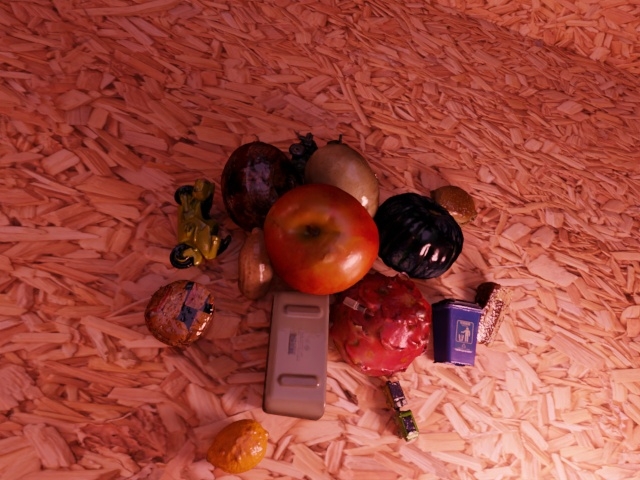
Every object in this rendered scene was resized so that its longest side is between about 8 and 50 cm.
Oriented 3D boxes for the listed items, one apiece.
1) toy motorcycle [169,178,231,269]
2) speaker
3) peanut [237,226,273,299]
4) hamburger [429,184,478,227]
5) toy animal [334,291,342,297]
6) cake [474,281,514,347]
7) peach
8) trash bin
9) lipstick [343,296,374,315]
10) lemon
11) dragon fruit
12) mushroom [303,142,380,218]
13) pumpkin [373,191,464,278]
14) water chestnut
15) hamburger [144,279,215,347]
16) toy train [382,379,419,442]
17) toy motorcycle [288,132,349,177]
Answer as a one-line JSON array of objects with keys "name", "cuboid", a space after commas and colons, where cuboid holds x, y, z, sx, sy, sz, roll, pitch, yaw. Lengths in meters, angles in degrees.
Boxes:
[{"name": "toy motorcycle", "cuboid": [-0.424, -0.061, 1.561, 0.206, 0.142, 0.342, 2, 65, -17]}, {"name": "speaker", "cuboid": [-0.079, 0.361, 1.424, 0.184, 0.183, 0.406, 6, 61, -7]}, {"name": "peanut", "cuboid": [-0.224, 0.082, 1.515, 0.122, 0.253, 0.137, 9, 21, 15]}, {"name": "hamburger", "cuboid": [0.590, -0.152, 1.919, 0.215, 0.122, 0.189, 12, 59, -13]}, {"name": "toy animal", "cuboid": [0.042, 0.133, 1.631, 0.148, 0.084, 0.232, 3, 59, -17]}, {"name": "cake", "cuboid": [0.672, 0.280, 1.710, 0.112, 0.135, 0.246, 25, 59, -4]}, {"name": "peach", "cuboid": [0.000, 0.000, 1.427, 0.389, 0.388, 0.388, 7, 62, -13]}, {"name": "trash bin", "cuboid": [0.491, 0.342, 1.617, 0.163, 0.184, 0.234, 11, 72, -11]}, {"name": "lipstick", "cuboid": [0.124, 0.213, 1.390, 0.107, 0.025, 0.025, 24, 78, 27]}, {"name": "lemon", "cuboid": [-0.238, 0.600, 1.270, 0.187, 0.142, 0.142, -16, 69, -20]}, {"name": "dragon fruit", "cuboid": [0.228, 0.276, 1.511, 0.387, 0.249, 0.370, 2, 64, -27]}, {"name": "mushroom", "cuboid": [0.091, -0.200, 1.662, 0.260, 0.352, 0.352, -30, 75, -16]}, {"name": "pumpkin", "cuboid": [0.362, -0.023, 1.674, 0.364, 0.266, 0.363, 22, 34, -16]}, {"name": "water chestnut", "cuboid": [-0.233, -0.183, 1.622, 0.302, 0.350, 0.350, -4, 54, 31]}, {"name": "hamburger", "cuboid": [-0.457, 0.229, 1.423, 0.231, 0.107, 0.230, 6, 69, -15]}, {"name": "toy train", "cuboid": [0.268, 0.569, 1.469, 0.060, 0.081, 0.202, -11, 66, -20]}, {"name": "toy motorcycle", "cuboid": [0.000, -0.349, 1.846, 0.275, 0.127, 0.205, 13, 57, -6]}]
